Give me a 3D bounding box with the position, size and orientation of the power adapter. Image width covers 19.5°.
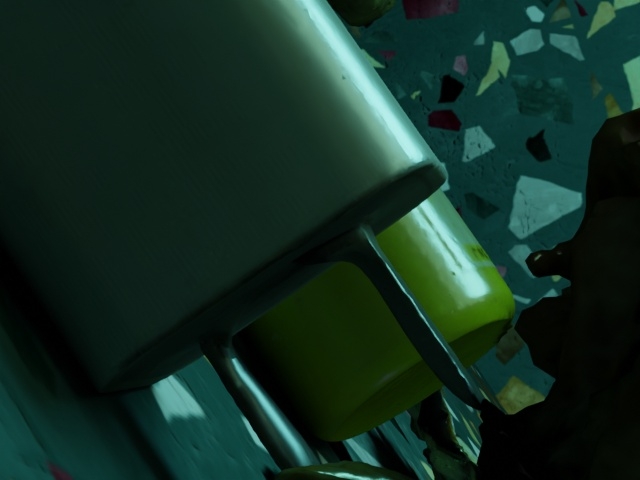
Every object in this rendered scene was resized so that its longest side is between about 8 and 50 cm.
[{"bbox_3d":[-0.029,-0.010,0.607,0.205,0.130,0.125,57,4,6],"label":"power adapter"}]

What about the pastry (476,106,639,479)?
[{"bbox_3d":[0.178,0.116,0.508,0.337,0.292,0.405,-65,167,-64],"label":"pastry"}]

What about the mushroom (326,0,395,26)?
[{"bbox_3d":[-0.086,-0.169,0.816,0.292,0.212,0.217,-107,171,-54],"label":"mushroom"}]

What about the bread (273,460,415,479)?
[{"bbox_3d":[-0.010,0.100,0.362,0.077,0.084,0.367,11,0,4],"label":"bread"}]

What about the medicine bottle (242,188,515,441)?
[{"bbox_3d":[-0.007,-0.018,0.924,0.212,0.122,0.122,57,5,14],"label":"medicine bottle"}]

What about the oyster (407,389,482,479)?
[{"bbox_3d":[0.129,0.191,1.118,0.259,0.092,0.198,45,6,-8],"label":"oyster"}]
